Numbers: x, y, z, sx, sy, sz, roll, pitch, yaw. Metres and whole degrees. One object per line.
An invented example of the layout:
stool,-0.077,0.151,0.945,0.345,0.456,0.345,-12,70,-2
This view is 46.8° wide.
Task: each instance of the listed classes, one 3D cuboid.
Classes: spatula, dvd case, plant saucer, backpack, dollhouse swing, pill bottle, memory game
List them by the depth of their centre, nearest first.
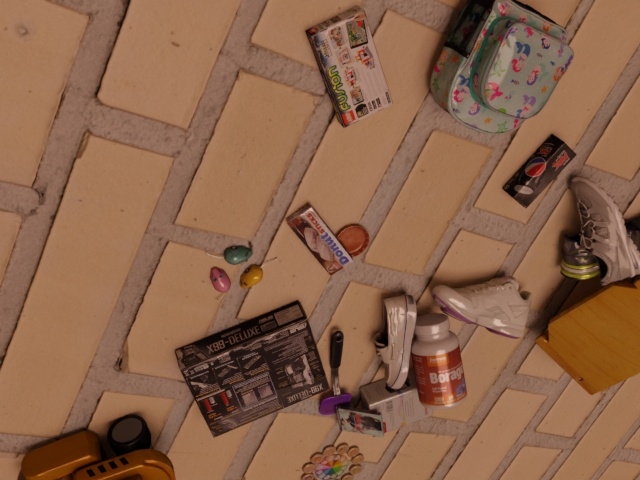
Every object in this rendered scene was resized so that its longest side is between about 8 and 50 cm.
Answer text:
backpack,0.350,-0.336,1.459,0.225,0.191,0.253,15,119,-30
plant saucer,0.069,0.001,1.659,0.084,0.013,0.083,-10,123,-16
pill bottle,0.286,0.295,1.822,0.121,0.121,0.216,-14,102,-13
spatula,0.038,0.338,1.850,0.084,0.030,0.296,-9,124,-14
dvd case,0.102,0.465,1.900,0.120,0.013,0.087,6,128,20
dollhouse swing,0.824,0.196,1.982,0.315,0.305,0.347,43,131,-4
memory game,0.035,0.631,2.046,0.186,0.012,0.186,-10,124,-15

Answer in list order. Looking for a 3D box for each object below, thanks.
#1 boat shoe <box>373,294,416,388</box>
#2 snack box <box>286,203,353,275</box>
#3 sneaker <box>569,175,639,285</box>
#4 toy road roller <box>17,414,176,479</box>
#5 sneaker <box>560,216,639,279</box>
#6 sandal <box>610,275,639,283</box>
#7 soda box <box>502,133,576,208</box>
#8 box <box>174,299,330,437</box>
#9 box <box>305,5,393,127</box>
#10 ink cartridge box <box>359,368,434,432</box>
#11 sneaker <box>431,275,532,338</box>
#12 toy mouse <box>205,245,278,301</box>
boat shoe,0.173,0.252,1.813,0.088,0.096,0.267,0,124,-10
snack box,0.000,0.000,1.614,0.064,0.022,0.178,-33,123,10
sneaker,0.663,-0.021,1.767,0.115,0.105,0.281,-29,91,4
toy road roller,-0.490,0.567,1.653,0.330,0.240,0.202,-17,125,-11
sneaker,0.743,-0.006,1.870,0.300,0.111,0.121,-25,122,-8
sandal,0.820,0.071,1.976,0.079,0.088,0.240,36,123,0
soda box,0.504,-0.159,1.707,0.060,0.053,0.169,32,105,-34
box,-0.150,0.302,1.723,0.308,0.076,0.242,-22,126,-7
box,0.058,-0.332,1.429,0.114,0.036,0.207,-26,127,-4
ink cartridge box,0.201,0.424,1.943,0.175,0.072,0.127,-17,125,-11
sneaker,0.404,0.142,1.844,0.305,0.114,0.152,20,93,-30
toy mouse,-0.190,0.065,1.584,0.161,0.031,0.143,-44,126,9
